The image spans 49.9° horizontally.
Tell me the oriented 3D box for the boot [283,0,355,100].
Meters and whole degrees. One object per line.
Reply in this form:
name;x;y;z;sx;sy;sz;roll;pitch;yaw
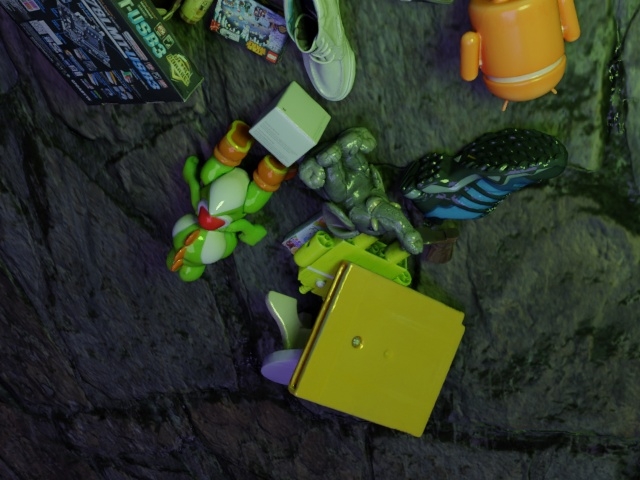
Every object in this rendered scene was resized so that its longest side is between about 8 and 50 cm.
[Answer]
boot;-0.010;-0.327;1.128;0.095;0.123;0.258;3;129;22

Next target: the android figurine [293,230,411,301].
android figurine;0.062;0.056;1.436;0.248;0.056;0.273;25;138;-28

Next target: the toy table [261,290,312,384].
toy table;-0.024;0.226;1.541;0.252;0.160;0.274;27;152;-30

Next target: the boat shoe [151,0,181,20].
boat shoe;-0.298;-0.418;1.164;0.123;0.116;0.324;28;137;-24

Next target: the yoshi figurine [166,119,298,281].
yoshi figurine;-0.200;-0.071;1.436;0.203;0.203;0.362;9;131;-41

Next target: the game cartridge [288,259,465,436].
game cartridge;0.127;0.227;1.412;0.324;0.285;0.053;25;176;-26

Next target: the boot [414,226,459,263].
boot;0.215;0.014;1.356;0.107;0.037;0.114;0;154;-2

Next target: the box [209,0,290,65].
box;-0.118;-0.378;1.197;0.137;0.027;0.094;28;135;-1

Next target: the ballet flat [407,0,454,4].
ballet flat;0.113;-0.413;1.048;0.203;0.074;0.074;28;134;-9

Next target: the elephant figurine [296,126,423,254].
elephant figurine;0.068;-0.073;1.277;0.170;0.186;0.239;-28;105;21

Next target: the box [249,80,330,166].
box;-0.055;-0.213;1.261;0.102;0.101;0.087;42;132;-16

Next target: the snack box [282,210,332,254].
snack box;0.000;0.000;1.464;0.100;0.037;0.141;43;131;-18

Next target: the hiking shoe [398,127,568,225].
hiking shoe;0.294;-0.107;1.213;0.304;0.113;0.132;-9;135;39

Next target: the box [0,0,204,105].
box;-0.384;-0.358;1.154;0.294;0.073;0.295;5;144;38

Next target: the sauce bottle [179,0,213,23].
sauce bottle;-0.198;-0.427;1.180;0.042;0.042;0.128;40;135;-12

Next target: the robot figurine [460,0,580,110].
robot figurine;0.290;-0.301;1.018;0.128;0.158;0.219;14;137;43
